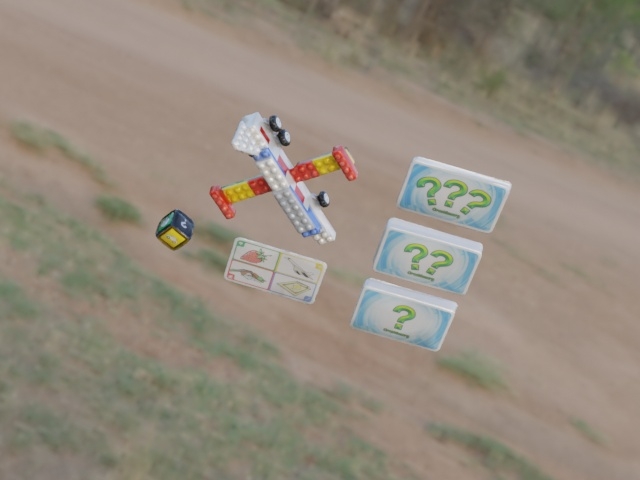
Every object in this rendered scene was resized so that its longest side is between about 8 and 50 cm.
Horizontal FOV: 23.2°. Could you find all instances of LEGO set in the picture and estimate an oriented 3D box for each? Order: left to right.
[{"bbox_3d":[0.000,0.000,1.178,0.244,0.182,0.060,17,42,-3],"label":"LEGO set"}]
